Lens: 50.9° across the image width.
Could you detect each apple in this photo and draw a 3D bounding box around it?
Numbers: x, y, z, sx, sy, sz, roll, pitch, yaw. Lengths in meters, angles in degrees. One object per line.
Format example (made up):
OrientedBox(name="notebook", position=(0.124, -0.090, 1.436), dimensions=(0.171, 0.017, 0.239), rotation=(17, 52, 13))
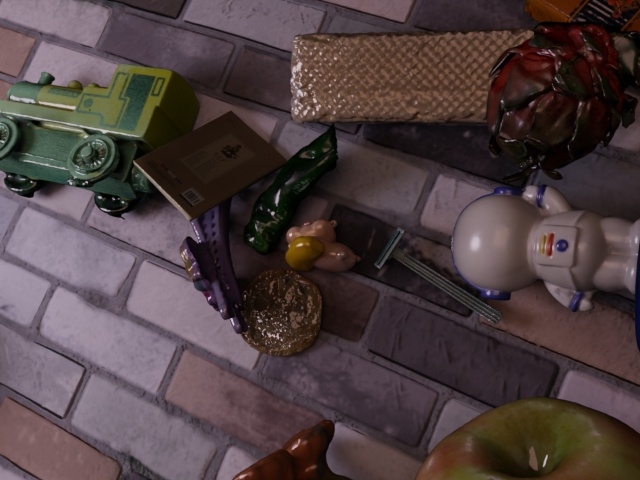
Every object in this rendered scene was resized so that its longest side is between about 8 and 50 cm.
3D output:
OrientedBox(name="apple", position=(0.252, 0.348, 0.736), dimensions=(0.319, 0.319, 0.277), rotation=(-16, 103, 12))

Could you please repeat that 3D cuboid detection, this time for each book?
OrientedBox(name="book", position=(-0.167, -0.120, 1.040), dimensions=(0.138, 0.016, 0.199), rotation=(43, 55, 17))

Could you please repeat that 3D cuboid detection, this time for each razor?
OrientedBox(name="razor", position=(0.173, 0.059, 0.956), dimensions=(0.191, 0.037, 0.068), rotation=(33, 93, 17))

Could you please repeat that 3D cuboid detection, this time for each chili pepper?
OrientedBox(name="chili pepper", position=(-0.043, -0.081, 1.018), dimensions=(0.224, 0.061, 0.098), rotation=(-54, 26, 14))

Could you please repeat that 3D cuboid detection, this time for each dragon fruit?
OrientedBox(name="dragon fruit", position=(0.292, -0.176, 0.830), dimensions=(0.189, 0.182, 0.182), rotation=(-38, 69, -21))

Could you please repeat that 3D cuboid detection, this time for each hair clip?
OrientedBox(name="hair clip", position=(-0.162, 0.017, 1.017), dimensions=(0.091, 0.137, 0.278), rotation=(-13, 55, 7))

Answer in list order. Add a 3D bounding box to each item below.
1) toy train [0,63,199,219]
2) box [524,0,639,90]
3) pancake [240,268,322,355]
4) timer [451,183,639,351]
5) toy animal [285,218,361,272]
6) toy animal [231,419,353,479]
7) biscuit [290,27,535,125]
OrientedBox(name="toy train", position=(-0.409, -0.184, 1.123), dimensions=(0.369, 0.150, 0.237), rotation=(12, 73, 18))
OrientedBox(name="box", position=(0.434, -0.333, 0.956), dimensions=(0.237, 0.070, 0.152), rotation=(43, 92, 21))
OrientedBox(name="pancake", position=(-0.062, 0.108, 1.018), dimensions=(0.140, 0.022, 0.139), rotation=(-4, 77, 16))
OrientedBox(name="timer", position=(0.348, 0.013, 0.833), dimensions=(0.384, 0.270, 0.270), rotation=(8, 80, 32))
OrientedBox(name="toy animal", position=(0.000, 0.000, 0.996), dimensions=(0.115, 0.091, 0.081), rotation=(2, 64, 18))
OrientedBox(name="toy animal", position=(0.013, 0.421, 0.846), dimensions=(0.191, 0.216, 0.338), rotation=(-46, 72, 31))
OrientedBox(name="biscuit", position=(0.161, -0.235, 0.988), dimensions=(0.426, 0.078, 0.143), rotation=(5, 101, 17))
